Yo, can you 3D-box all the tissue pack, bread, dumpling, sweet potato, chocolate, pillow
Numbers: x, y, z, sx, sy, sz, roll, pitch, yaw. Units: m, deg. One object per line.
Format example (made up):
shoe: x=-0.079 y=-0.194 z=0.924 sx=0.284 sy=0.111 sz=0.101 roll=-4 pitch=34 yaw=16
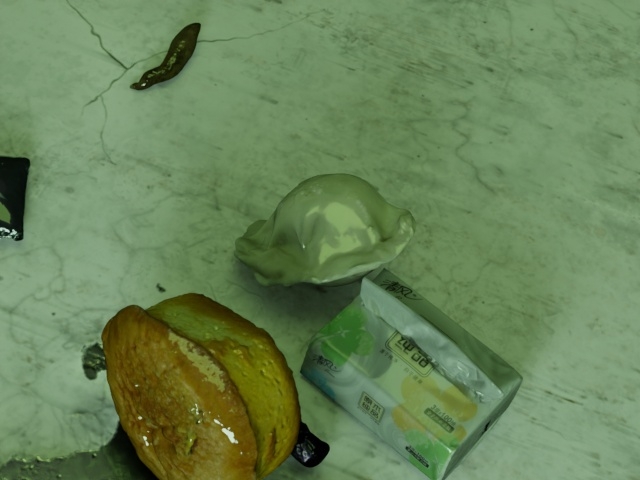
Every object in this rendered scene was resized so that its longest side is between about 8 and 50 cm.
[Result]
tissue pack: x=0.117 y=0.154 z=1.597 sx=0.229 sy=0.145 sz=0.159 roll=38 pitch=58 yaw=18
bread: x=-0.140 y=0.185 z=1.483 sx=0.146 sy=0.268 sz=0.268 roll=-26 pitch=62 yaw=-38
dumpling: x=0.000 y=0.000 z=1.669 sx=0.258 sy=0.147 sz=0.193 roll=0 pitch=29 yaw=30
sweet potato: x=-0.219 y=-0.268 z=1.913 sx=0.041 sy=0.038 sz=0.153 roll=21 pitch=60 yaw=33
chocolate: x=-0.045 y=0.219 z=1.575 sx=0.070 sy=0.072 sz=0.147 roll=-30 pitch=57 yaw=-2
pillow: x=-0.494 y=-0.064 z=1.712 sx=0.208 sy=0.055 sz=0.141 roll=2 pitch=63 yaw=-7
